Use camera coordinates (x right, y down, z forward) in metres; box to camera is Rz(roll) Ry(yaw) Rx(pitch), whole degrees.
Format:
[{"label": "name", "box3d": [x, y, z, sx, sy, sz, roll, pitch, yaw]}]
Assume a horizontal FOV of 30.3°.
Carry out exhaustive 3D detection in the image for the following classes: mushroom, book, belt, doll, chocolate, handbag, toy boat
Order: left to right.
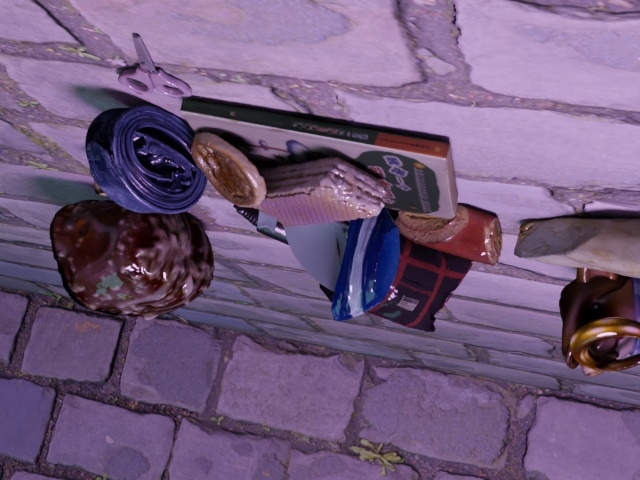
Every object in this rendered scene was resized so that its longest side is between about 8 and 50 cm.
[{"label": "belt", "box3d": [-0.248, -0.116, 1.689, 0.082, 0.141, 0.190, -1, 153, 41]}, {"label": "chocolate", "box3d": [-0.332, 0.032, 2.266, 0.210, 0.225, 0.340, -3, 164, 30]}, {"label": "book", "box3d": [0.007, -0.114, 1.672, 0.370, 0.043, 0.260, 11, 168, 13]}, {"label": "toy boat", "box3d": [0.017, -0.020, 1.860, 0.070, 0.210, 0.292, -3, -134, -47]}, {"label": "handbag", "box3d": [0.128, 0.047, 1.954, 0.215, 0.169, 0.155, 18, -167, -30]}, {"label": "mushroom", "box3d": [0.419, 0.007, 1.694, 0.333, 0.087, 0.107, 6, 167, 38]}, {"label": "doll", "box3d": [0.551, 0.153, 1.904, 0.339, 0.209, 0.318, 14, 164, 8]}]

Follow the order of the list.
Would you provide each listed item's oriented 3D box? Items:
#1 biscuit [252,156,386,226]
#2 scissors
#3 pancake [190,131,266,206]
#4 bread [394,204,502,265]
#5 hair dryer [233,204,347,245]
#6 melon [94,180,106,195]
[{"label": "biscuit", "box3d": [-0.018, -0.069, 1.674, 0.108, 0.062, 0.239, 27, 162, -33]}, {"label": "scissors", "box3d": [-0.220, -0.221, 1.501, 0.100, 0.015, 0.189, 11, 165, 3]}, {"label": "pancake", "box3d": [-0.133, -0.100, 1.661, 0.139, 0.022, 0.139, 35, 156, 18]}, {"label": "bread", "box3d": [0.218, -0.011, 1.846, 0.192, 0.067, 0.119, 16, 167, -14]}, {"label": "hair dryer", "box3d": [0.001, 0.006, 2.126, 0.352, 0.107, 0.189, 24, 167, -12]}, {"label": "melon", "box3d": [-0.288, -0.110, 1.933, 0.160, 0.079, 0.128, 1, 180, 41]}]
